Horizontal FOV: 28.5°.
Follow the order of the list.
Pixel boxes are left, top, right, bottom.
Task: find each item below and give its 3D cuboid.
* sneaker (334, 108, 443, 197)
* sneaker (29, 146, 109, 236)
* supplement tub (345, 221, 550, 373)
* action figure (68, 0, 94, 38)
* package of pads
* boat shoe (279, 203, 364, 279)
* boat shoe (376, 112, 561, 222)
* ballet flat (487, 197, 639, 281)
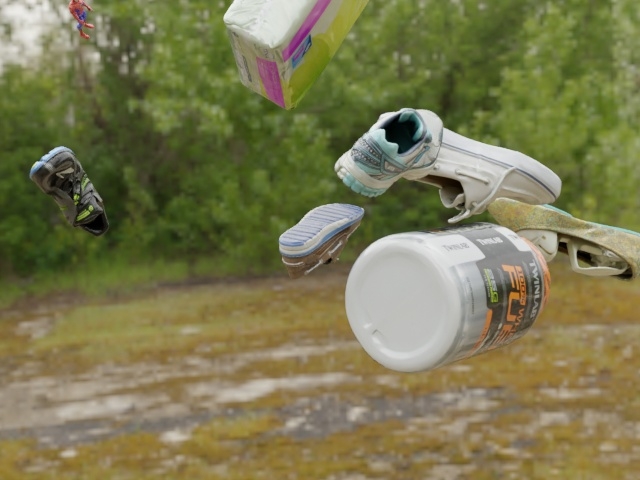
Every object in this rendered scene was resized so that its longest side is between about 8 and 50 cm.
[{"bbox_3d":[0.143,-0.162,2.046,0.122,0.110,0.283,-51,-8,37],"label":"sneaker"},{"bbox_3d":[-0.336,-0.065,1.730,0.078,0.067,0.188,45,-9,28],"label":"sneaker"},{"bbox_3d":[0.194,0.074,1.803,0.194,0.193,0.316,1,6,35],"label":"supplement tub"},{"bbox_3d":[-0.434,-0.410,2.285,0.030,0.038,0.115,19,-20,13],"label":"action figure"},{"bbox_3d":[-0.007,-0.341,1.696,0.101,0.296,0.229,31,-11,11],"label":"package of pads"},{"bbox_3d":[0.000,0.000,1.795,0.066,0.066,0.183,15,28,33],"label":"boat shoe"},{"bbox_3d":[0.256,-0.097,2.257,0.367,0.156,0.136,20,-15,-19],"label":"boat shoe"},{"bbox_3d":[0.503,0.003,2.575,0.349,0.123,0.123,16,1,-9],"label":"ballet flat"}]
